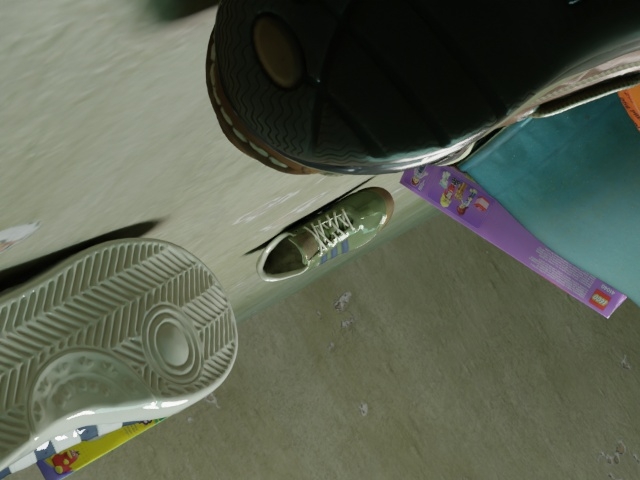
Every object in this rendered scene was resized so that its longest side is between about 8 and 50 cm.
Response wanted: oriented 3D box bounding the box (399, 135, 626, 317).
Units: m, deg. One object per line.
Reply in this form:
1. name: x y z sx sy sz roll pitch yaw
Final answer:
1. box: 0.263 -0.032 1.367 0.201 0.293 0.057 -25 145 -59

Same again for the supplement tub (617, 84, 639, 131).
1. supplement tub: 0.386 -0.178 0.792 0.338 0.207 0.207 -37 176 0

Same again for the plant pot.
1. plant pot: 0.324 -0.072 1.155 0.272 0.255 0.271 -41 179 -1

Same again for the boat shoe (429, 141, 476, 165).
1. boat shoe: 0.129 -0.113 1.082 0.049 0.056 0.152 -15 165 -30

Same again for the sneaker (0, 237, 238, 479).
1. sneaker: -0.202 0.091 0.754 0.148 0.131 0.350 -25 174 34

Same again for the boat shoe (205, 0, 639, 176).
1. boat shoe: 0.097 -0.112 0.457 0.324 0.122 0.120 -20 178 -19

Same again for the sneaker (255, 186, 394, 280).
1. sneaker: 0.000 0.000 1.392 0.192 0.064 0.086 -29 -178 25

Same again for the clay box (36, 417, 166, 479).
1. clay box: -0.282 0.204 1.443 0.222 0.127 0.053 -32 176 13
